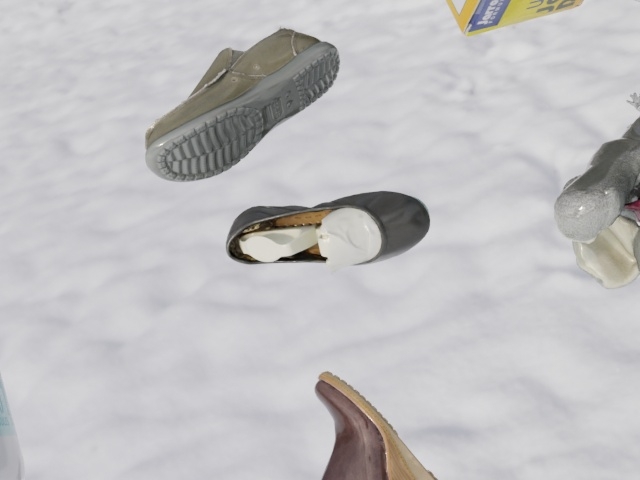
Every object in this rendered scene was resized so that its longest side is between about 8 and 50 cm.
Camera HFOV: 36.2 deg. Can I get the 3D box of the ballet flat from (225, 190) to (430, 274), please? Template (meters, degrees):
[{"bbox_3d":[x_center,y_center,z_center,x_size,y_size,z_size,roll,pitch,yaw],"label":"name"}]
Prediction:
[{"bbox_3d":[0.000,0.000,1.244,0.280,0.095,0.096,-6,21,29],"label":"ballet flat"}]

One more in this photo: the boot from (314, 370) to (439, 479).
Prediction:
[{"bbox_3d":[0.021,0.315,1.254,0.207,0.248,0.090,-41,-15,-6],"label":"boot"}]

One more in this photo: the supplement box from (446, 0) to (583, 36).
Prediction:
[{"bbox_3d":[0.228,-0.490,1.313,0.195,0.356,0.194,-17,-19,-15],"label":"supplement box"}]

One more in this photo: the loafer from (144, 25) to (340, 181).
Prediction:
[{"bbox_3d":[-0.094,-0.153,1.071,0.251,0.094,0.087,-34,61,-23],"label":"loafer"}]

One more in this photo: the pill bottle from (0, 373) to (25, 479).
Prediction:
[{"bbox_3d":[-0.270,0.038,0.553,0.146,0.264,0.146,-18,-11,-4],"label":"pill bottle"}]

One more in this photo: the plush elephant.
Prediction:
[{"bbox_3d":[0.434,-0.019,1.170,0.272,0.255,0.330,-10,26,18],"label":"plush elephant"}]
